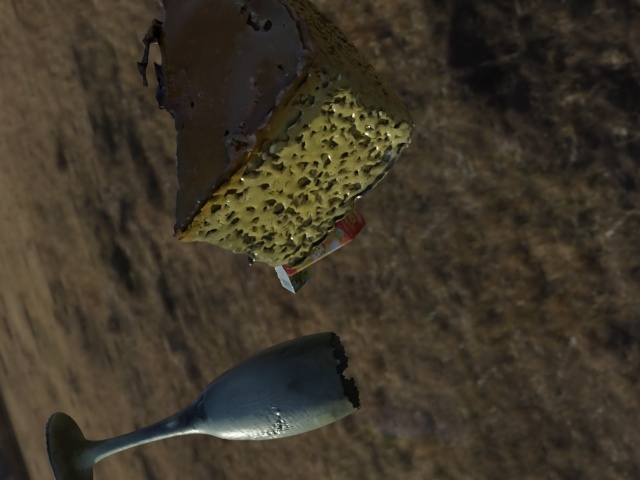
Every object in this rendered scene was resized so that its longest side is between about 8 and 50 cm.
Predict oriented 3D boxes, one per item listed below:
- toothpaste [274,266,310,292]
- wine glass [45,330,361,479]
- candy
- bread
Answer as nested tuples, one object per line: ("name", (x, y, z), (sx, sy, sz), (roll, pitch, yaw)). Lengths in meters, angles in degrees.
("toothpaste", (-0.064, 0.029, 2.087), (0.034, 0.046, 0.164), (30, 155, 36))
("wine glass", (-0.096, 0.254, 1.153), (0.096, 0.310, 0.264), (52, -159, -69))
("candy", (0.000, 0.000, 1.639), (0.038, 0.122, 0.062), (56, -152, -7))
("bread", (-0.093, -0.157, 1.228), (0.315, 0.248, 0.279), (42, 104, 37))
